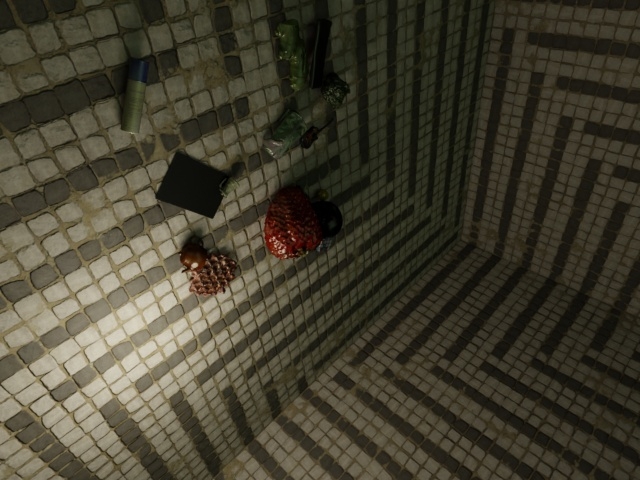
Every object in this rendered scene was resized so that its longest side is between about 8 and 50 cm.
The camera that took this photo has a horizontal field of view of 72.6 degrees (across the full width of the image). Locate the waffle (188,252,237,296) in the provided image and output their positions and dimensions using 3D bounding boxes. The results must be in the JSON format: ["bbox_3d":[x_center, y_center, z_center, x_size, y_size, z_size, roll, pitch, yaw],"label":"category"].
[{"bbox_3d":[-0.487,0.159,1.993,0.234,0.055,0.221,9,108,-48],"label":"waffle"}]

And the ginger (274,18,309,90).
[{"bbox_3d":[-0.116,-0.764,1.797,0.137,0.089,0.290,-65,154,-26],"label":"ginger"}]

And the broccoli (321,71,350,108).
[{"bbox_3d":[0.064,-0.702,2.015,0.138,0.162,0.145,-15,152,-29],"label":"broccoli"}]

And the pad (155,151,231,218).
[{"bbox_3d":[-0.502,-0.213,1.759,0.300,0.005,0.202,21,96,-55],"label":"pad"}]

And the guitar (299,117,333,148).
[{"bbox_3d":[-0.015,-0.536,2.125,0.233,0.025,0.088,-44,141,-24],"label":"guitar"}]

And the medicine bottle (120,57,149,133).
[{"bbox_3d":[-0.602,-0.467,1.413,0.059,0.059,0.230,-4,116,-50],"label":"medicine bottle"}]

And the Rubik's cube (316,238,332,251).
[{"bbox_3d":[0.000,0.000,2.451,0.092,0.092,0.092,-7,118,-49],"label":"Rubik's cube"}]

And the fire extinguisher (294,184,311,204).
[{"bbox_3d":[-0.089,-0.231,2.221,0.039,0.056,0.132,-34,141,8],"label":"fire extinguisher"}]

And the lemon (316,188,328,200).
[{"bbox_3d":[0.010,-0.244,2.324,0.083,0.062,0.062,21,96,-57],"label":"lemon"}]

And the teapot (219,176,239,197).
[{"bbox_3d":[-0.392,-0.225,1.841,0.067,0.057,0.083,44,78,-15],"label":"teapot"}]

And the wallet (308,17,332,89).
[{"bbox_3d":[-0.003,-0.814,1.909,0.146,0.030,0.285,-42,145,-61],"label":"wallet"}]

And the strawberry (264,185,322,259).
[{"bbox_3d":[-0.137,-0.087,2.096,0.312,0.267,0.351,-19,107,-57],"label":"strawberry"}]

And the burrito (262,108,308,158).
[{"bbox_3d":[-0.157,-0.465,1.947,0.229,0.089,0.144,-54,142,-13],"label":"burrito"}]

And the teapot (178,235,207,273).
[{"bbox_3d":[-0.541,0.061,1.825,0.116,0.116,0.173,36,57,-55],"label":"teapot"}]

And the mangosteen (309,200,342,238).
[{"bbox_3d":[0.013,-0.100,2.326,0.211,0.211,0.250,-52,172,-12],"label":"mangosteen"}]
